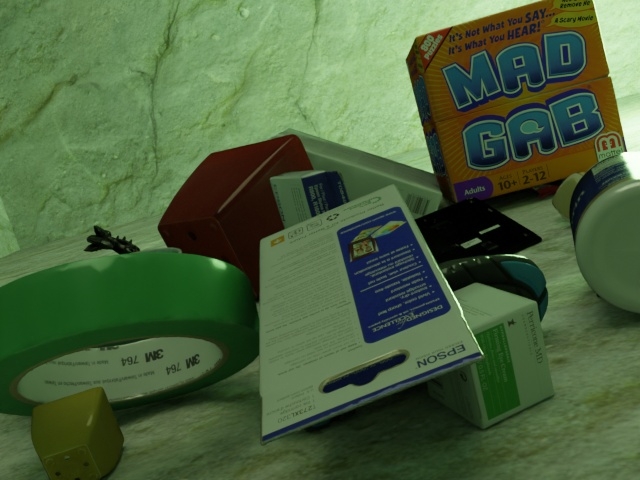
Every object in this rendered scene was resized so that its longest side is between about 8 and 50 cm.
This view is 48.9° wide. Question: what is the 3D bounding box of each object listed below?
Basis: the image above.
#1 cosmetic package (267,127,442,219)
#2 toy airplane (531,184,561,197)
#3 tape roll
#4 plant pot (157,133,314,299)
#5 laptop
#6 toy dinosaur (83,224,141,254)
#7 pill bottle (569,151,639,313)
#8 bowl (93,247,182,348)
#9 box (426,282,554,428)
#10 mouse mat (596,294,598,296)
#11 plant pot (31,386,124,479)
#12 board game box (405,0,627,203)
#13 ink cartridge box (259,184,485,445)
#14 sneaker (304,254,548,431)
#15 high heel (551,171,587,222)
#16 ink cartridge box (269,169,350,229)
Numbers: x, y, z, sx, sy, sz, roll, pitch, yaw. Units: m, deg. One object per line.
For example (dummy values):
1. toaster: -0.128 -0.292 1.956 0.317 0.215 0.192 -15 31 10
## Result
1. cosmetic package: 0.073 -0.144 1.570 0.377 0.097 0.284 18 17 3
2. toy airplane: 0.507 -0.113 1.443 0.151 0.028 0.151 -15 10 3
3. tape roll: -0.228 0.118 0.804 0.321 0.077 0.321 -13 -24 -6
4. plant pot: -0.152 -0.020 1.380 0.267 0.267 0.236 -5 28 42
5. laptop: 0.203 0.025 1.240 0.234 0.136 0.264 -22 38 -25
6. toy dinosaur: -0.372 0.089 1.418 0.218 0.164 0.322 22 -6 -4
7. pill bottle: 0.383 -0.024 0.852 0.153 0.153 0.264 -12 11 20
8. bowl: -0.336 0.135 1.067 0.311 0.163 0.311 -16 12 3
9. box: 0.155 0.108 0.686 0.087 0.101 0.102 -20 14 -19
10. mouse mat: 0.435 0.054 0.808 0.152 0.007 0.189 -19 13 -15
11. plant pot: -0.269 0.225 0.771 0.081 0.081 0.083 -17 22 -6
12. board game box: 0.414 -0.303 1.575 0.356 0.356 0.356 -14 6 5
13. ink cartridge box: 0.031 0.060 0.674 0.176 0.069 0.371 -23 21 5
14. sneaker: 0.088 0.091 0.796 0.341 0.125 0.139 -18 13 -9
15. high heel: 0.514 -0.068 1.156 0.186 0.093 0.261 0 -1 -13
16. ink cartridge box: 0.000 0.000 1.107 0.045 0.223 0.224 -20 11 -19
